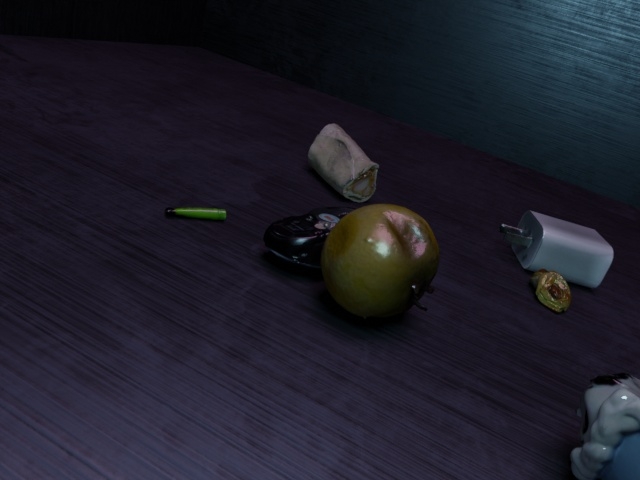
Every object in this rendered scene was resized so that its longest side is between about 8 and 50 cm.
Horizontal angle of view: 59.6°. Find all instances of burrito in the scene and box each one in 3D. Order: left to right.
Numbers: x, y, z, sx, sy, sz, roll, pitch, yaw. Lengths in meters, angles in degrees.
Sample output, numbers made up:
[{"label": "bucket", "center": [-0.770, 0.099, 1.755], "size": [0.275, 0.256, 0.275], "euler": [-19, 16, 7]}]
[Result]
[{"label": "burrito", "center": [0.059, -0.224, 1.608], "size": [0.105, 0.143, 0.299], "euler": [41, 9, -40]}]

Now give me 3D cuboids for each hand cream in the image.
[{"label": "hand cream", "center": [-0.255, -0.058, 1.147], "size": [0.122, 0.023, 0.036], "euler": [4, 6, -25]}]

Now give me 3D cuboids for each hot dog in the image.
[{"label": "hot dog", "center": [0.526, 0.102, 1.279], "size": [0.078, 0.061, 0.169], "euler": [14, 23, -3]}]

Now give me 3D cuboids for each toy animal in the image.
[{"label": "toy animal", "center": [0.419, 0.273, 0.709], "size": [0.204, 0.156, 0.208], "euler": [31, 10, 37]}]

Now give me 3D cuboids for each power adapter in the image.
[{"label": "power adapter", "center": [0.591, 0.011, 1.449], "size": [0.255, 0.124, 0.187], "euler": [17, 22, -2]}]

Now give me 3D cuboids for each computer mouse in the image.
[{"label": "computer mouse", "center": [0.000, 0.000, 1.100], "size": [0.233, 0.096, 0.137], "euler": [-15, 24, -30]}]

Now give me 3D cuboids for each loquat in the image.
[{"label": "loquat", "center": [0.105, 0.036, 0.963], "size": [0.213, 0.213, 0.213], "euler": [14, 23, -6]}]
